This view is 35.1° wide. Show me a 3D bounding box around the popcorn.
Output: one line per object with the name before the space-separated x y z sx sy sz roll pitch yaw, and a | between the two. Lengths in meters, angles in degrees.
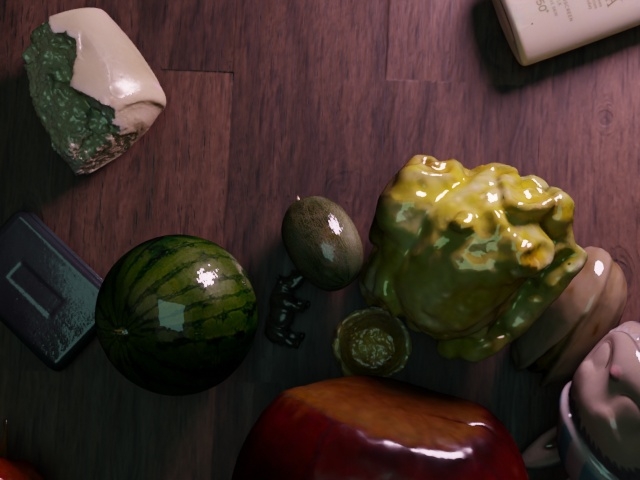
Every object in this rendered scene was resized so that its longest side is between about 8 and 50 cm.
popcorn | 0.222 0.013 1.486 0.312 0.312 0.312 0 86 1

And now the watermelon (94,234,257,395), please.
watermelon | -0.213 0.111 1.508 0.242 0.242 0.242 0 86 1

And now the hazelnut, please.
hazelnut | 0.083 0.373 1.428 0.429 0.402 0.402 3 86 -10

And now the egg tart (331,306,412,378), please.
egg tart | 0.080 0.166 1.592 0.129 0.049 0.128 0 84 1

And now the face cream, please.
face cream | 0.453 -0.413 1.610 0.349 0.081 0.173 -19 86 0

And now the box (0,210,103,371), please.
box | -0.444 0.078 1.610 0.230 0.050 0.160 43 88 4

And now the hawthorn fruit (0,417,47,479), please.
hawthorn fruit | -0.496 0.389 1.528 0.207 0.207 0.243 8 68 2

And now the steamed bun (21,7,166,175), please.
steamed bun | -0.373 -0.246 1.575 0.200 0.170 0.225 -36 84 3

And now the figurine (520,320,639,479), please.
figurine | 0.458 0.246 1.512 0.378 0.361 0.266 -24 82 32

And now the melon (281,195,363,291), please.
melon | 0.000 0.000 1.571 0.114 0.114 0.167 -29 73 -1

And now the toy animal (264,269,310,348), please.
toy animal | -0.050 0.100 1.601 0.065 0.047 0.135 12 92 10

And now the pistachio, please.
pistachio | 0.380 0.119 1.547 0.138 0.153 0.238 31 114 13
